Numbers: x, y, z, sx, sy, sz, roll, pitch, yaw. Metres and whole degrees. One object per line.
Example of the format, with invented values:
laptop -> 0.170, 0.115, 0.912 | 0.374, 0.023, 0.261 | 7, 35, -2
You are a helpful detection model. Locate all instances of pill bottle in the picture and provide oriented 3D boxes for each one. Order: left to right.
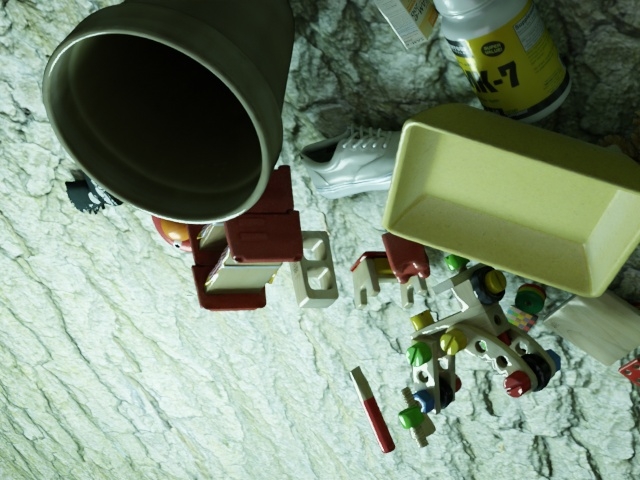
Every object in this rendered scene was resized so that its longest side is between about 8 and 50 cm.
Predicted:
pill bottle -> 0.226, -0.256, 1.516 | 0.119, 0.119, 0.208 | -11, 127, 35

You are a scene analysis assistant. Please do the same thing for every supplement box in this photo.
supplement box -> 0.109, -0.310, 1.563 | 0.036, 0.062, 0.098 | -17, 124, 37

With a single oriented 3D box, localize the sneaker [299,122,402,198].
sneaker -> 0.071, -0.127, 1.750 | 0.258, 0.094, 0.091 | -17, 128, 40

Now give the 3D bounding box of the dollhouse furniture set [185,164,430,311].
dollhouse furniture set -> 0.000, 0.000, 1.822 | 0.374, 0.152, 0.201 | 0, 154, -23

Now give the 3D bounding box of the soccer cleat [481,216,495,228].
soccer cleat -> 0.237, -0.057, 1.754 | 0.179, 0.072, 0.060 | 45, 136, -20

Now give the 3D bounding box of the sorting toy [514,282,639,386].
sorting toy -> 0.446, 0.124, 1.857 | 0.274, 0.046, 0.132 | 33, 139, -7

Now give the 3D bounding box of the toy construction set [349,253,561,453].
toy construction set -> 0.184, 0.154, 1.835 | 0.237, 0.309, 0.257 | 66, 159, -5

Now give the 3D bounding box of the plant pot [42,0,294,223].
plant pot -> -0.168, -0.230, 1.623 | 0.323, 0.280, 0.323 | 15, 138, 14

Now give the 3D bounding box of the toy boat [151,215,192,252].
toy boat -> -0.209, -0.058, 1.924 | 0.151, 0.151, 0.231 | 25, 139, 2

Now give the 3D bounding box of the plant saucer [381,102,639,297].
plant saucer -> 0.263, -0.062, 1.599 | 0.332, 0.081, 0.333 | 19, 157, 5

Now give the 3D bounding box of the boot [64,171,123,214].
boot -> -0.403, -0.098, 2.069 | 0.099, 0.045, 0.121 | -5, 131, 36

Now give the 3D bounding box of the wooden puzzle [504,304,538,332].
wooden puzzle -> 0.325, 0.129, 1.956 | 0.049, 0.006, 0.083 | 26, 140, 0

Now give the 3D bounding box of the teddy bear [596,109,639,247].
teddy bear -> 0.519, -0.046, 1.613 | 0.338, 0.113, 0.245 | 31, 133, 6
